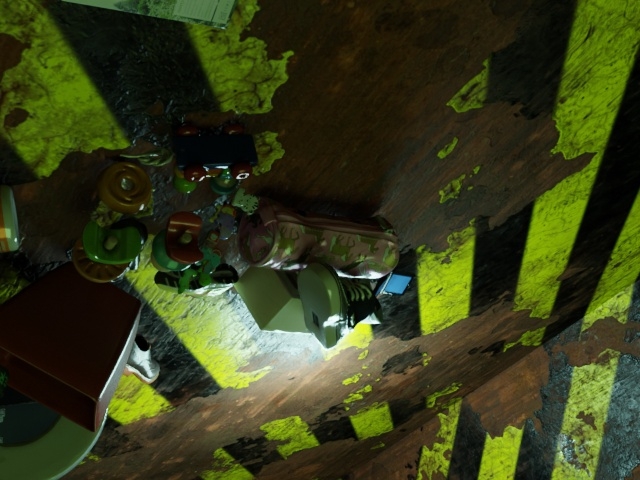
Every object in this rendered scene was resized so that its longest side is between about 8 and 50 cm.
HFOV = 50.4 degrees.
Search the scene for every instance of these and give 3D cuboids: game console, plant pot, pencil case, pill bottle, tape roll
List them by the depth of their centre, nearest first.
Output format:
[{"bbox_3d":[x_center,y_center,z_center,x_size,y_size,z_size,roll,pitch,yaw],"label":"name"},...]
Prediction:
[{"bbox_3d":[-0.647,-0.029,1.176,0.221,0.121,0.121,-8,146,-20],"label":"pill bottle"},{"bbox_3d":[-0.519,0.206,1.419,0.267,0.235,0.267,29,146,-2],"label":"plant pot"},{"bbox_3d":[-0.665,0.352,1.491,0.392,0.391,0.072,-7,160,-21],"label":"tape roll"},{"bbox_3d":[0.000,0.000,1.562,0.386,0.160,0.167,6,107,-36],"label":"pencil case"},{"bbox_3d":[0.203,0.141,1.967,0.107,0.071,0.122,-45,164,-37],"label":"game console"}]

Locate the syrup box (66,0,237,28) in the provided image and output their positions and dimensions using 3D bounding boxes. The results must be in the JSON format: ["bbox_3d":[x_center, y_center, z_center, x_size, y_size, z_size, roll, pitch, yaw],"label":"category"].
[{"bbox_3d":[-0.231,-0.369,0.920,0.237,0.096,0.093,1,141,-30],"label":"syrup box"}]

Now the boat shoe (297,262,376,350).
[{"bbox_3d":[0.046,0.121,1.561,0.158,0.127,0.340,-35,156,-19],"label":"boat shoe"}]

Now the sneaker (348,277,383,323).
[{"bbox_3d":[0.067,0.160,1.910,0.164,0.086,0.226,-8,128,21],"label":"sneaker"}]

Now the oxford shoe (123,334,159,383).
[{"bbox_3d":[-0.481,0.316,1.827,0.098,0.097,0.271,-52,164,-9],"label":"oxford shoe"}]

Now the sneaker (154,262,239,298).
[{"bbox_3d":[-0.302,0.107,1.622,0.209,0.081,0.094,5,142,-36],"label":"sneaker"}]

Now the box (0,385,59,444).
[{"bbox_3d":[-0.782,0.406,1.708,0.313,0.178,0.343,0,143,-28],"label":"box"}]

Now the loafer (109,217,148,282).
[{"bbox_3d":[-0.416,0.022,1.440,0.078,0.080,0.220,5,150,-41],"label":"loafer"}]

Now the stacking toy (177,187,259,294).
[{"bbox_3d":[-0.208,0.006,1.366,0.052,0.221,0.167,30,159,-18],"label":"stacking toy"}]

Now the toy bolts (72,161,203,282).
[{"bbox_3d":[-0.348,-0.015,1.302,0.229,0.218,0.158,12,155,-28],"label":"toy bolts"}]

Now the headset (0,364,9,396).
[{"bbox_3d":[-0.802,0.265,1.265,0.394,0.185,0.243,14,153,-19],"label":"headset"}]

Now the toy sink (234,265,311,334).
[{"bbox_3d":[-0.070,0.135,1.705,0.131,0.152,0.234,-47,147,20],"label":"toy sink"}]

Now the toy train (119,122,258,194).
[{"bbox_3d":[-0.254,-0.137,1.272,0.248,0.105,0.143,-6,159,-23],"label":"toy train"}]
